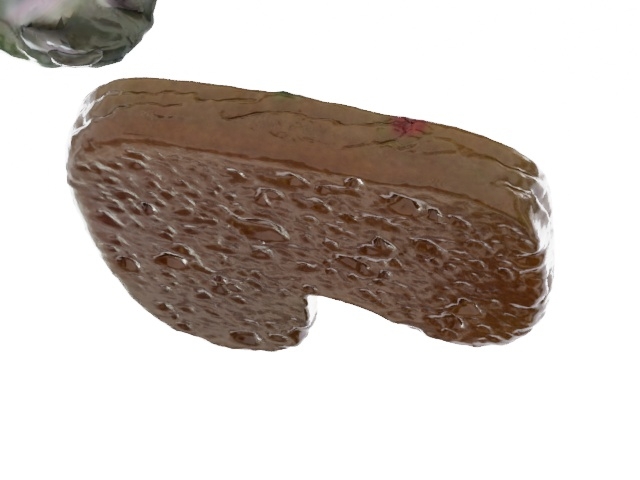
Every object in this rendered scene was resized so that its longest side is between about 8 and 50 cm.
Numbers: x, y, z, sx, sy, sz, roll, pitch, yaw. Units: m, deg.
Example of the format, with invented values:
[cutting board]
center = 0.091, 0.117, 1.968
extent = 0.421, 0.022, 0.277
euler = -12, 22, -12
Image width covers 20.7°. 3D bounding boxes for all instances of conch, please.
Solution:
[conch]
center = -0.254, -0.240, 1.326
extent = 0.220, 0.195, 0.277
euler = -25, -76, -4

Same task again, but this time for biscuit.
[biscuit]
center = 0.000, -0.002, 0.958
extent = 0.277, 0.262, 0.052
euler = 9, -116, 19
